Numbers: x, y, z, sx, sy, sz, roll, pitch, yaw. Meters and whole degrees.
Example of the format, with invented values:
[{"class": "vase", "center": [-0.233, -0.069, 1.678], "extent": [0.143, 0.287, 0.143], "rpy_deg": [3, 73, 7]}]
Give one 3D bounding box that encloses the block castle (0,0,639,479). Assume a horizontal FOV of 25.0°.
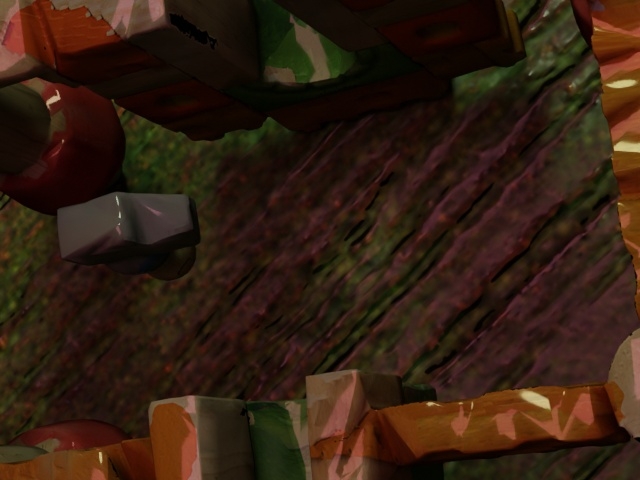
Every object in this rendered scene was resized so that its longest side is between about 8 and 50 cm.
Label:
[{"class": "block castle", "center": [0.000, 0.000, 0.754], "extent": [0.453, 0.213, 0.303], "rpy_deg": [-12, 77, 22]}]
